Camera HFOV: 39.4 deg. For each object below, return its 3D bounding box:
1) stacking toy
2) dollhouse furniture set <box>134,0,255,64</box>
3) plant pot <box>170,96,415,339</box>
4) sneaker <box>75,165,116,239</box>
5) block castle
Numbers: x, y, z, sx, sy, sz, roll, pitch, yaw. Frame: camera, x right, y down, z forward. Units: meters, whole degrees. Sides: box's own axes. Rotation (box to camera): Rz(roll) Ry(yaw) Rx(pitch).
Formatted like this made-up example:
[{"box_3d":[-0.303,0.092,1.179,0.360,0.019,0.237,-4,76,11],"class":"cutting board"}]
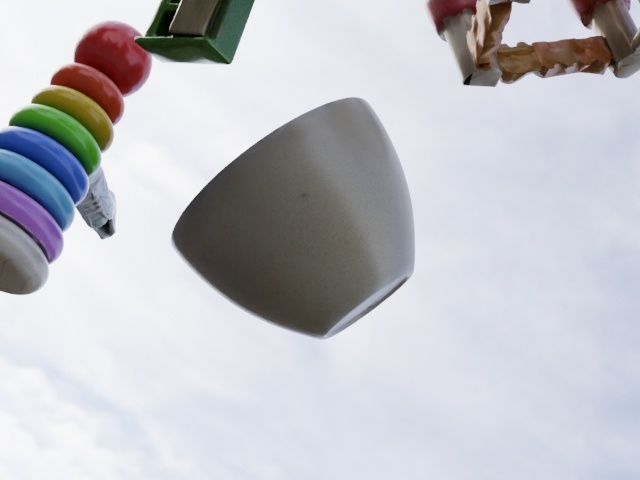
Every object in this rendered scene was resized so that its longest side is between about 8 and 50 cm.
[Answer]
[{"box_3d":[-0.284,-0.108,0.972,0.141,0.330,0.141,19,-30,11],"class":"stacking toy"},{"box_3d":[-0.063,-0.261,0.746,0.302,0.151,0.197,10,-18,36],"class":"dollhouse furniture set"},{"box_3d":[0.000,0.000,1.032,0.191,0.284,0.284,52,-34,11],"class":"plant pot"},{"box_3d":[-0.290,-0.054,1.141,0.152,0.054,0.061,72,-1,-64],"class":"sneaker"},{"box_3d":[0.314,-0.406,1.079,0.303,0.212,0.453,-7,-31,-9],"class":"block castle"}]
